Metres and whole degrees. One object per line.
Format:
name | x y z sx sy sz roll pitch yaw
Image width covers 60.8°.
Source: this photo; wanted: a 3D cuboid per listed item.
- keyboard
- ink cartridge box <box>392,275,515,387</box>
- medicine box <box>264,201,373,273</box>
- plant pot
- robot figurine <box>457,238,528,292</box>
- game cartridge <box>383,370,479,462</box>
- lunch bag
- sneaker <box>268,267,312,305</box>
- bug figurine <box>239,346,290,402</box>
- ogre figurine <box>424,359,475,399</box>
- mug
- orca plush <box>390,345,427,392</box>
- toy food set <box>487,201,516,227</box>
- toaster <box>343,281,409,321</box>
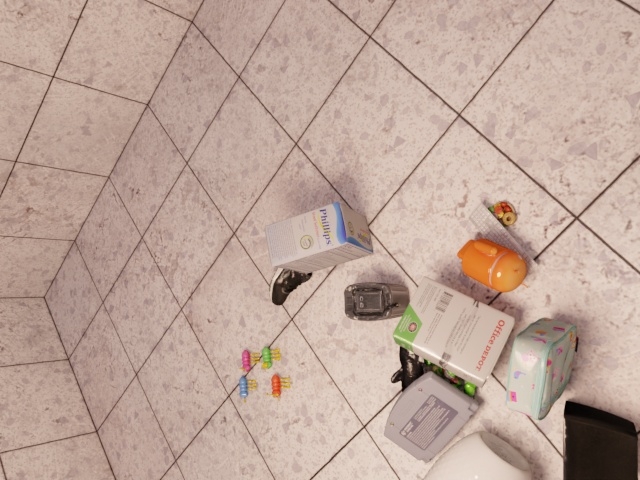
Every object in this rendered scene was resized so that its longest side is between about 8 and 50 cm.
keyboard | 0.545 0.000 1.640 0.256 0.014 0.072 55 141 26
ink cartridge box | 0.390 0.269 1.603 0.289 0.121 0.211 26 74 22
medicine box | 0.000 0.000 1.898 0.289 0.263 0.149 -18 74 21
plant pot | 0.709 0.528 1.387 0.166 0.188 0.188 -1 86 27
robot figurine | 0.507 0.074 1.598 0.219 0.128 0.158 33 125 51
game cartridge | 0.327 0.545 1.692 0.196 0.060 0.294 32 119 4
lunch bag | 0.586 0.334 1.434 0.107 0.279 0.224 10 104 39
sneaker | -0.103 0.140 2.113 0.124 0.107 0.283 29 104 30
bug figurine | -0.252 0.546 2.217 0.278 0.072 0.217 -15 77 37
ogre figurine | 0.413 0.404 1.682 0.118 0.096 0.197 -58 44 34
mug | 0.471 0.744 1.525 0.374 0.276 0.328 30 99 5
orca plush | 0.267 0.444 1.761 0.151 0.102 0.287 -119 27 -61
toy food set | 0.549 -0.076 1.657 0.082 0.020 0.083 -26 71 35
toaster | 0.199 0.203 1.834 0.226 0.146 0.129 -8 82 39
